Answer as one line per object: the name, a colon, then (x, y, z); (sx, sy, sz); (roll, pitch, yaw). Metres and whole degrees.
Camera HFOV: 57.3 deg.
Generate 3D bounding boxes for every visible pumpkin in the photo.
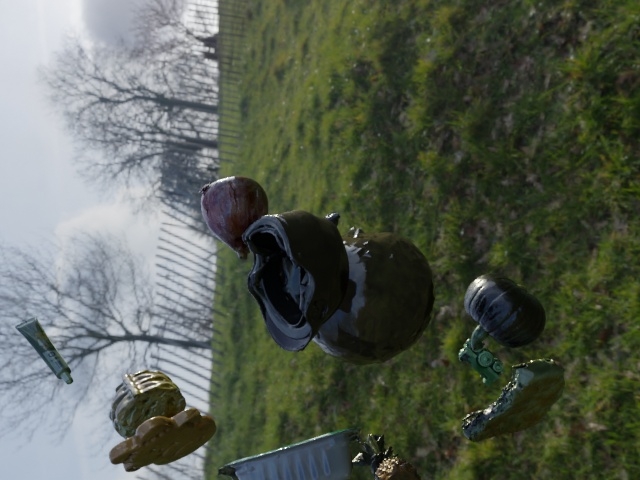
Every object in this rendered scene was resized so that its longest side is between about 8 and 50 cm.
pumpkin: (0.526, 0.231, 1.738); (0.248, 0.247, 0.248); (-171, 90, -90)

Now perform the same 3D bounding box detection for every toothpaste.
toothpaste: (-0.602, 0.242, 1.288); (0.049, 0.204, 0.032); (-31, -31, -35)

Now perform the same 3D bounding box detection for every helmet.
helmet: (-0.037, 0.071, 1.265); (0.224, 0.177, 0.306); (21, 126, 45)

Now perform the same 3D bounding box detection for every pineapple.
pineapple: (0.158, 0.577, 1.478); (0.277, 0.130, 0.119); (172, 81, -80)

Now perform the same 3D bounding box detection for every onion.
onion: (-0.192, -0.052, 1.356); (0.159, 0.159, 0.195); (99, 159, -81)

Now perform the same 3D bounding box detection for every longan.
longan: (0.120, 0.145, 1.605); (0.391, 0.390, 0.392); (-171, 90, -90)

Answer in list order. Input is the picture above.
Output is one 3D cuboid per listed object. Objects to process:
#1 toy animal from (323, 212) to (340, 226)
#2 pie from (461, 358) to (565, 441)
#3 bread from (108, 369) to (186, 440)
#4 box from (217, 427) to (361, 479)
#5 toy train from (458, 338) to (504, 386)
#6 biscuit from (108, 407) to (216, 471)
toy animal: (0.004, -0.001, 2.006); (0.210, 0.117, 0.121); (-40, -7, 7)
pie: (0.607, 0.500, 1.798); (0.371, 0.296, 0.078); (-53, 39, 23)
bread: (-0.568, 0.539, 1.904); (0.252, 0.196, 0.239); (-6, 53, 57)
box: (-0.054, 0.543, 1.380); (0.264, 0.336, 0.106); (84, 171, -67)
toy train: (0.597, 0.448, 2.177); (0.105, 0.178, 0.071); (-49, -4, 8)
biscuit: (-0.439, 0.586, 1.699); (0.052, 0.275, 0.355); (54, -175, 28)
